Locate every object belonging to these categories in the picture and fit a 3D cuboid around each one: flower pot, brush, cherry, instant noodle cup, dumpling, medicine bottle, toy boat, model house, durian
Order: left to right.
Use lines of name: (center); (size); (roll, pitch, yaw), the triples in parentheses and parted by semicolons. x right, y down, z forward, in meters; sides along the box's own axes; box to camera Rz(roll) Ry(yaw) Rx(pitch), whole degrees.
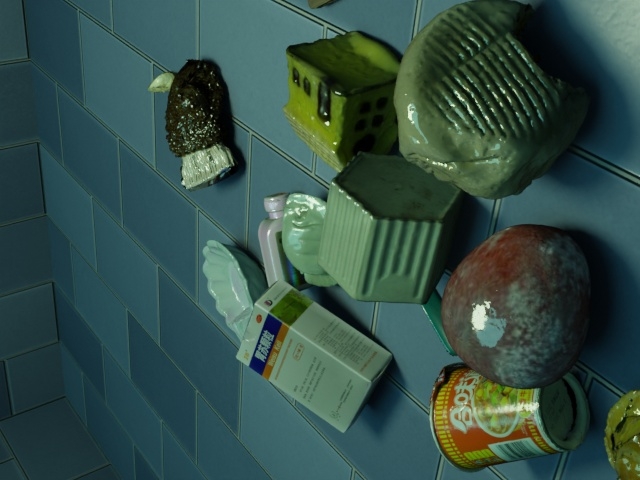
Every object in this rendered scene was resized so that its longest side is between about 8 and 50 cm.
durian: (-0.406, -0.413, 2.239); (0.130, 0.066, 0.052); (5, 110, 46)
toy boat: (-0.200, 0.127, 2.158); (0.199, 0.100, 0.290); (-27, 81, 58)
medicine bottle: (-0.075, 0.005, 1.897); (0.078, 0.115, 0.219); (6, 110, 56)
dumpling: (-0.004, -0.005, 1.818); (0.108, 0.153, 0.219); (-81, -23, -65)
model house: (0.046, -0.239, 1.577); (0.193, 0.175, 0.234); (44, 148, 36)
flower pot: (0.122, -0.023, 1.502); (0.209, 0.239, 0.189); (-96, 11, -53)
brush: (0.213, 0.133, 1.603); (0.193, 0.043, 0.032); (60, 162, 20)
instant noodle cup: (0.316, 0.282, 1.409); (0.212, 0.193, 0.193); (-21, 88, 50)
cherry: (0.294, 0.111, 1.304); (0.236, 0.213, 0.285); (41, 123, 36)

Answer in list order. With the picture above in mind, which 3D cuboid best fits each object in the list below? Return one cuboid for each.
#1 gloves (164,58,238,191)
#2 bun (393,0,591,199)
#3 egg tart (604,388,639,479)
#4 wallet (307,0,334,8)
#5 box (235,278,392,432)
gloves: (-0.299, -0.284, 2.076); (0.210, 0.135, 0.312); (-17, 89, 62)
bun: (0.231, -0.190, 1.252); (0.281, 0.281, 0.205); (60, 171, 18)
egg tart: (0.499, 0.315, 1.205); (0.241, 0.106, 0.241); (27, 127, 43)
wallet: (0.004, -0.518, 1.599); (0.118, 0.039, 0.152); (-3, 99, 54)
box: (-0.018, 0.249, 1.840); (0.299, 0.106, 0.200); (32, 134, 11)
